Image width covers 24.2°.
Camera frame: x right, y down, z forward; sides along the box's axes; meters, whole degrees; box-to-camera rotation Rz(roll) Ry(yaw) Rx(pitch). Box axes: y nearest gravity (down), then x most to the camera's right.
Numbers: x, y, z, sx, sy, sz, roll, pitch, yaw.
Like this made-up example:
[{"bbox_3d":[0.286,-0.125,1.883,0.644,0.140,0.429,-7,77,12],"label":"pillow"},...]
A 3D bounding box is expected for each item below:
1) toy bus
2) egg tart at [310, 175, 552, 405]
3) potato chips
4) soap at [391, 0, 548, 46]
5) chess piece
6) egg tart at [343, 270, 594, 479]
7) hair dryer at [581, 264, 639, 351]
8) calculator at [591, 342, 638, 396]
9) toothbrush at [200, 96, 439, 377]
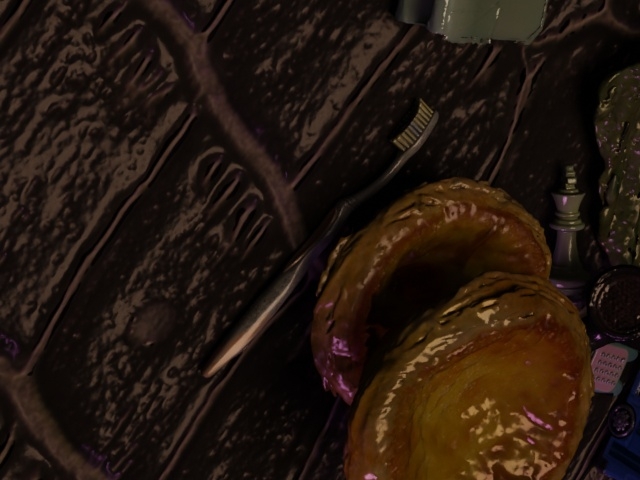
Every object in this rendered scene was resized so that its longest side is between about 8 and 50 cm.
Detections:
[{"bbox_3d":[0.451,0.211,1.849,0.116,0.133,0.234,17,97,-35],"label":"toy bus"},{"bbox_3d":[0.110,0.056,1.600,0.295,0.116,0.294,-13,119,-25],"label":"egg tart"},{"bbox_3d":[0.486,-0.118,1.775,0.373,0.097,0.389,-32,126,-21],"label":"potato chips"},{"bbox_3d":[0.170,-0.331,1.512,0.150,0.094,0.261,-1,107,-31],"label":"soap"},{"bbox_3d":[0.285,-0.015,1.722,0.059,0.059,0.149,-6,103,-29],"label":"chess piece"},{"bbox_3d":[0.139,0.166,1.520,0.319,0.128,0.319,-14,119,-26],"label":"egg tart"},{"bbox_3d":[0.288,0.118,1.702,0.251,0.089,0.197,-30,165,13],"label":"hair dryer"},{"bbox_3d":[0.329,0.149,1.824,0.141,0.019,0.094,16,101,-34],"label":"calculator"},{"bbox_3d":[0.000,0.000,1.567,0.037,0.028,0.375,43,82,-29],"label":"toothbrush"}]
